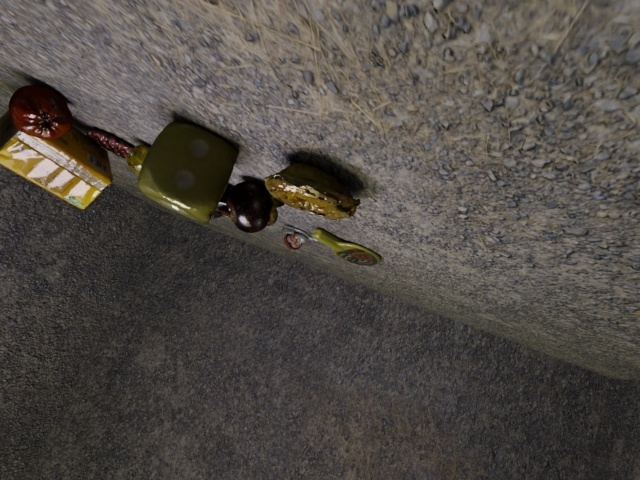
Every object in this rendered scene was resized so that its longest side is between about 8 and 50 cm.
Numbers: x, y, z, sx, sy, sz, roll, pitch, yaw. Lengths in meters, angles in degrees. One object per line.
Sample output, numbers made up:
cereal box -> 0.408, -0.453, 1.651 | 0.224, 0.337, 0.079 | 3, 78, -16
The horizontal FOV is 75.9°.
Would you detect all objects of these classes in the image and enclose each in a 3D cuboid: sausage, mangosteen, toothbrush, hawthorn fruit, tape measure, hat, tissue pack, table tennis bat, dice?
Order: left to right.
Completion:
hawthorn fruit -> -0.981, -0.448, 1.431 | 0.202, 0.185, 0.185 | 34, 178, 33
tissue pack -> -1.094, -0.357, 1.692 | 0.382, 0.228, 0.293 | 45, -170, -51
sausage -> -0.664, -0.288, 1.710 | 0.123, 0.123, 0.347 | 17, 168, 29
dice -> -0.391, -0.201, 1.240 | 0.227, 0.233, 0.238 | 26, 169, -12
tape measure -> -0.451, -0.186, 1.771 | 0.202, 0.135, 0.223 | 13, 173, -3
mangosteen -> -0.232, -0.129, 1.517 | 0.217, 0.192, 0.192 | -15, -178, -18
hat -> -0.116, -0.007, 2.175 | 0.112, 0.093, 0.162 | 17, 156, -28
toothbrush -> 0.000, 0.000, 2.030 | 0.414, 0.042, 0.035 | 19, 169, 11
table tennis bat -> 0.118, 0.040, 1.903 | 0.369, 0.054, 0.224 | 29, 157, -27

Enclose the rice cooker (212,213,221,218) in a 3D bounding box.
rice cooker -> -0.535, -0.187, 1.947 | 0.203, 0.118, 0.142 | 24, 155, 6

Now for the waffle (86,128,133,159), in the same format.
waffle -> -0.884, -0.407, 1.775 | 0.221, 0.055, 0.234 | 18, 172, 29

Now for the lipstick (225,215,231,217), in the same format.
lipstick -> -0.478, -0.159, 2.130 | 0.079, 0.077, 0.253 | 28, 170, -24

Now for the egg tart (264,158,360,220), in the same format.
egg tart -> -0.025, -0.143, 1.121 | 0.291, 0.107, 0.291 | 18, 173, 2
